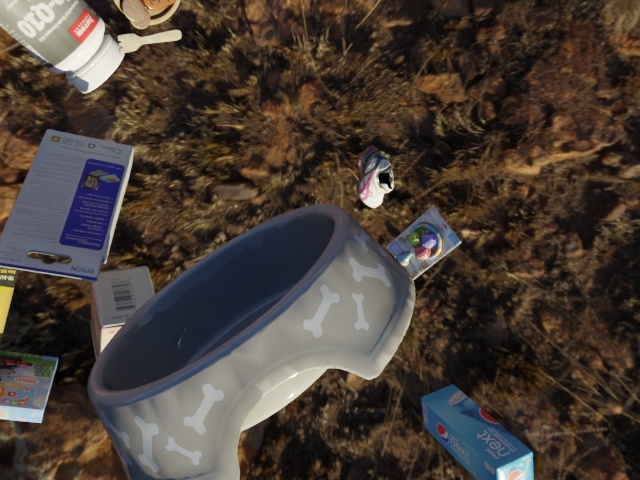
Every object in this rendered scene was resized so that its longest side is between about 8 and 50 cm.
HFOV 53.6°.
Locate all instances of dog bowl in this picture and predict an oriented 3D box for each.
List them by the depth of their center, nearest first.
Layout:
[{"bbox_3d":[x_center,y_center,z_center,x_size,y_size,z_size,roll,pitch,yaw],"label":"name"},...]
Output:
[{"bbox_3d":[-0.080,0.088,0.648,0.349,0.349,0.102,-32,108,3],"label":"dog bowl"}]

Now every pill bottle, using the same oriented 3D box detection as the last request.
[{"bbox_3d":[-0.561,-0.457,1.326,0.161,0.161,0.283,-42,127,4],"label":"pill bottle"}]

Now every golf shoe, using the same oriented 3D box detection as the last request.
[{"bbox_3d":[0.129,-0.128,1.455,0.067,0.186,0.086,-34,60,-15],"label":"golf shoe"}]

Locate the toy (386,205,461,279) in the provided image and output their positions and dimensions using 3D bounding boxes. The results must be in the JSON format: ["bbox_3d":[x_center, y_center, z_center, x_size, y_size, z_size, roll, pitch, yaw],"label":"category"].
[{"bbox_3d":[0.295,0.019,1.903,0.137,0.056,0.237,54,138,10],"label":"toy"}]

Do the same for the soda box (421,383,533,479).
[{"bbox_3d":[0.252,0.325,1.044,0.071,0.210,0.067,-17,114,-19],"label":"soda box"}]

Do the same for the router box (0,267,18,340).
[{"bbox_3d":[-0.761,0.141,1.238,0.081,0.309,0.243,12,87,20],"label":"router box"}]

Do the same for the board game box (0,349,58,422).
[{"bbox_3d":[-0.675,0.314,1.385,0.160,0.211,0.039,12,108,-18],"label":"board game box"}]

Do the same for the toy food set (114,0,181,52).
[{"bbox_3d":[-0.263,-0.390,0.960,0.132,0.038,0.192,-26,125,-36],"label":"toy food set"}]

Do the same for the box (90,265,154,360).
[{"bbox_3d":[-0.455,0.187,1.458,0.127,0.232,0.148,-7,56,-25],"label":"box"}]

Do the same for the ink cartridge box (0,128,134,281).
[{"bbox_3d":[-0.476,-0.063,1.202,0.176,0.371,0.069,10,133,-13],"label":"ink cartridge box"}]
